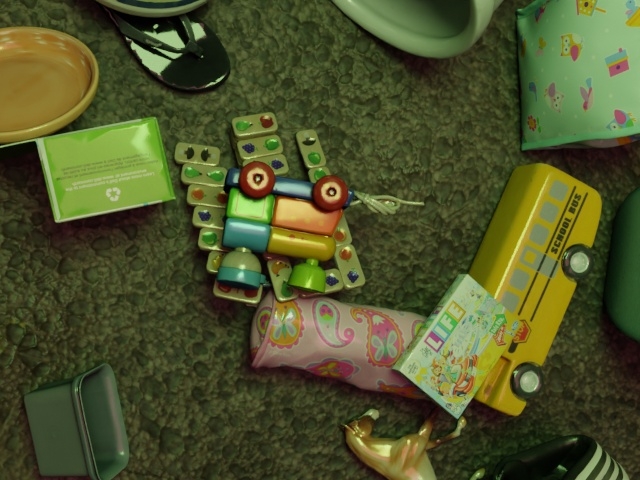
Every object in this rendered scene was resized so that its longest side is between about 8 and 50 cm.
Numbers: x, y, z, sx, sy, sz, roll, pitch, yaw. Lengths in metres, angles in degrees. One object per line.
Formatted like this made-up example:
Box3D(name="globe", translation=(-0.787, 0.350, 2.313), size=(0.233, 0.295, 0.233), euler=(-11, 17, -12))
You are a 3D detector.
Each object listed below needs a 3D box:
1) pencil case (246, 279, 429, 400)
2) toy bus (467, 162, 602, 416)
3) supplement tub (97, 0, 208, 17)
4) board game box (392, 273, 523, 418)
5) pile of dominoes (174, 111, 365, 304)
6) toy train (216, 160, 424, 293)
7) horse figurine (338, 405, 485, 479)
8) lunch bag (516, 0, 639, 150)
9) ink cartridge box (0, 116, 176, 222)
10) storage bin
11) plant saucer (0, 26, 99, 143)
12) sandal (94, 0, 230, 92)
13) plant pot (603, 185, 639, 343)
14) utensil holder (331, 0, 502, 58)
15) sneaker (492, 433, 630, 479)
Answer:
Box3D(name="pencil case", translation=(0.041, 0.133, 1.057), size=(0.284, 0.124, 0.124), euler=(14, 88, -14))
Box3D(name="toy bus", translation=(0.279, 0.069, 1.119), size=(0.130, 0.108, 0.333), euler=(26, 85, -14))
Box3D(name="supplement tub", translation=(-0.175, -0.419, 0.850), size=(0.235, 0.325, 0.236), euler=(5, 72, -17))
Box3D(name="board game box", translation=(0.177, 0.135, 1.020), size=(0.103, 0.026, 0.154), euler=(40, 77, -11))
Box3D(name="pile of dominoes", translation=(-0.066, -0.043, 1.006), size=(0.196, 0.040, 0.251), euler=(-12, 68, -16))
Box3D(name="toy train", translation=(0.000, 0.000, 0.953), size=(0.248, 0.105, 0.143), euler=(10, 82, -9))
Box3D(name="horse figurine", translation=(0.157, 0.337, 1.120), size=(0.174, 0.066, 0.263), euler=(-26, 95, -20))
Box3D(name="lunch bag", translation=(0.382, -0.237, 1.058), size=(0.160, 0.262, 0.224), euler=(-5, 92, -14))
Box3D(name="ink cartridge box", translation=(-0.309, -0.067, 0.921), size=(0.255, 0.189, 0.097), euler=(-14, 97, -12))
Box3D(name="storage bin", translation=(-0.303, 0.228, 0.988), size=(0.091, 0.098, 0.135), euler=(-9, 95, 13))
Box3D(name="plant saucer", translation=(-0.360, -0.179, 0.932), size=(0.199, 0.037, 0.200), euler=(2, 49, -3))
Box3D(name="sandal", translation=(-0.221, -0.285, 1.004), size=(0.254, 0.054, 0.097), euler=(43, 81, -12))
Box3D(name="plant pot", translation=(0.536, 0.041, 1.112), size=(0.247, 0.252, 0.248), euler=(8, 89, -15))
Box3D(name="utensil holder", translation=(0.173, -0.476, 0.970), size=(0.327, 0.327, 0.385), euler=(42, 79, -12))
Box3D(name="sneaker", translation=(0.258, 0.451, 1.077), size=(0.447, 0.169, 0.257), euler=(-49, 115, -18))
